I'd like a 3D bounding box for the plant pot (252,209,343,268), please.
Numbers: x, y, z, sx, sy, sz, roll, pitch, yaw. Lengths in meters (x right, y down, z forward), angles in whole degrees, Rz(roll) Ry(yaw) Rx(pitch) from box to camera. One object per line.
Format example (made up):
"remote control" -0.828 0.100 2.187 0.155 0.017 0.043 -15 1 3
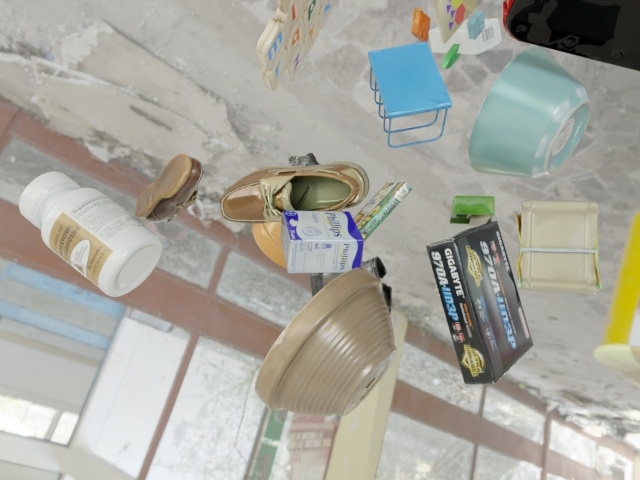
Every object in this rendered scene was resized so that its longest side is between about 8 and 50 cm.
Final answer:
"plant pot" -0.059 -0.066 1.709 0.290 0.291 0.204 23 127 -16

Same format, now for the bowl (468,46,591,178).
"bowl" 0.506 -0.269 1.182 0.163 0.312 0.311 35 171 32

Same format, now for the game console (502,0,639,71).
"game console" 0.546 -0.447 0.877 0.385 0.060 0.342 16 158 4

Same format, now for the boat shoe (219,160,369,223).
"boat shoe" -0.065 -0.098 1.046 0.323 0.123 0.120 -11 -169 17

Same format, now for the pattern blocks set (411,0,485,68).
"pattern blocks set" 0.263 -0.513 1.011 0.026 0.285 0.325 28 152 35

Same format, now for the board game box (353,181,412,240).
"board game box" 0.097 -0.035 1.186 0.030 0.260 0.136 44 176 -15

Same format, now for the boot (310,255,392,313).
"boot" 0.100 0.219 1.473 0.222 0.339 0.118 -3 -164 21

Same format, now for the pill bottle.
"pill bottle" -0.406 -0.017 0.892 0.229 0.131 0.131 35 161 10

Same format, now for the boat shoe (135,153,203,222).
"boat shoe" -0.257 -0.088 0.905 0.073 0.073 0.206 17 152 -36

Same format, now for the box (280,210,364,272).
"box" 0.000 0.000 0.954 0.137 0.126 0.072 0 118 -12

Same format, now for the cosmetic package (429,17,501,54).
"cosmetic package" 0.488 -0.696 1.729 0.231 0.117 0.086 37 152 58

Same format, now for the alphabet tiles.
"alphabet tiles" -0.020 -0.381 0.794 0.021 0.284 0.278 28 173 3

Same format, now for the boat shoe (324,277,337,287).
"boat shoe" 0.082 0.142 0.993 0.098 0.109 0.302 -6 -166 -10

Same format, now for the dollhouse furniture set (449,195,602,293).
"dollhouse furniture set" 0.439 0.013 1.121 0.301 0.198 0.151 3 173 14

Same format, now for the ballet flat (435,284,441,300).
"ballet flat" 0.361 0.132 1.309 0.077 0.091 0.241 39 -170 29

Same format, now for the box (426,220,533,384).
"box" 0.255 0.091 0.800 0.051 0.221 0.175 -17 178 42

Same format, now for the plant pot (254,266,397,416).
"plant pot" 0.030 0.163 0.709 0.109 0.237 0.237 37 167 23

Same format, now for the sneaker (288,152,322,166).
"sneaker" -0.026 -0.240 1.608 0.170 0.089 0.051 -5 174 33

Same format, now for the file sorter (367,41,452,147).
"file sorter" 0.168 -0.280 0.985 0.118 0.171 0.105 -11 150 -1
